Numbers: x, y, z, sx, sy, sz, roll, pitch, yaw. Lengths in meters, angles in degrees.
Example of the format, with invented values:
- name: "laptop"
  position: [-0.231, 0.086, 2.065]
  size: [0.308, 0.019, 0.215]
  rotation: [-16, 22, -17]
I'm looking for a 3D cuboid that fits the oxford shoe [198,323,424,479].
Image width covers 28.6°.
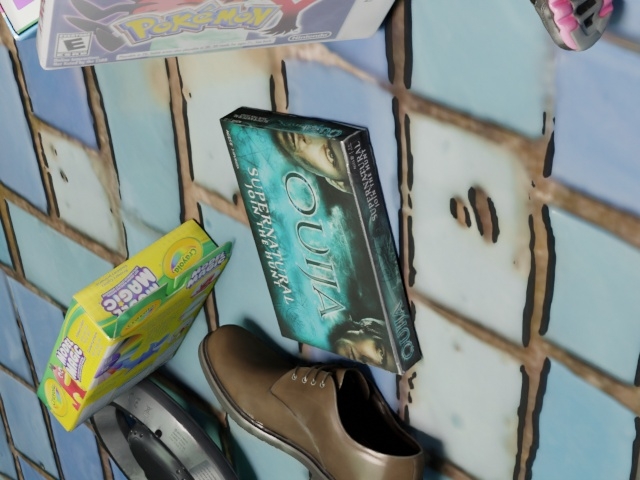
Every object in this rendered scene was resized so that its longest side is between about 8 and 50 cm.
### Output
- name: "oxford shoe"
  position: [-0.003, 0.121, 0.966]
  size: [0.227, 0.083, 0.096]
  rotation: [35, 119, 28]

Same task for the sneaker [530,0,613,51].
- name: "sneaker"
  position: [0.105, -0.149, 0.624]
  size: [0.057, 0.047, 0.119]
  rotation: [-10, 103, 59]

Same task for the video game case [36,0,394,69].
- name: "video game case"
  position: [-0.039, -0.147, 0.642]
  size: [0.183, 0.201, 0.023]
  rotation: [126, 133, -64]

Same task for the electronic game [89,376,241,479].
- name: "electronic game"
  position: [-0.148, 0.210, 1.222]
  size: [0.229, 0.048, 0.229]
  rotation: [36, 150, 25]

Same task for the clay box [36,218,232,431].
- name: "clay box"
  position: [-0.157, 0.067, 1.040]
  size: [0.053, 0.127, 0.222]
  rotation: [47, 144, 10]

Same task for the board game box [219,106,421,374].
- name: "board game box"
  position: [0.000, 0.000, 0.886]
  size: [0.126, 0.026, 0.186]
  rotation: [14, 129, 44]

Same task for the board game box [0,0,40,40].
- name: "board game box"
  position: [-0.134, -0.300, 0.652]
  size: [0.242, 0.064, 0.316]
  rotation: [-23, 96, 29]
